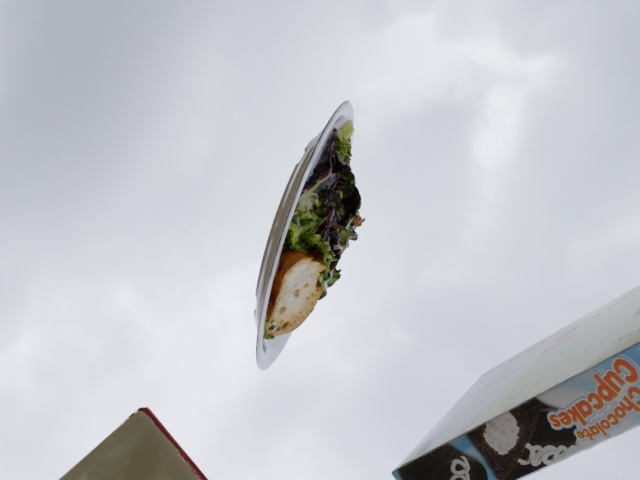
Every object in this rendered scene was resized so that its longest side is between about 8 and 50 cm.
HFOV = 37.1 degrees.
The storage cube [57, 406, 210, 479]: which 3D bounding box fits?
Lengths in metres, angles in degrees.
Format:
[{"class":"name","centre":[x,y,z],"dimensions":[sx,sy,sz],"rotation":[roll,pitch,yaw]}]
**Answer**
[{"class":"storage cube","centre":[-0.109,0.261,0.627],"dimensions":[0.184,0.193,0.215],"rotation":[-39,-123,-14]}]

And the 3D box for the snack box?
[{"class":"snack box","centre":[0.218,0.113,0.788],"dimensions":[0.060,0.187,0.322],"rotation":[53,-48,4]}]

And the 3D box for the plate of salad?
[{"class":"plate of salad","centre":[0.000,0.000,0.675],"dimensions":[0.048,0.200,0.200],"rotation":[17,-105,9]}]
